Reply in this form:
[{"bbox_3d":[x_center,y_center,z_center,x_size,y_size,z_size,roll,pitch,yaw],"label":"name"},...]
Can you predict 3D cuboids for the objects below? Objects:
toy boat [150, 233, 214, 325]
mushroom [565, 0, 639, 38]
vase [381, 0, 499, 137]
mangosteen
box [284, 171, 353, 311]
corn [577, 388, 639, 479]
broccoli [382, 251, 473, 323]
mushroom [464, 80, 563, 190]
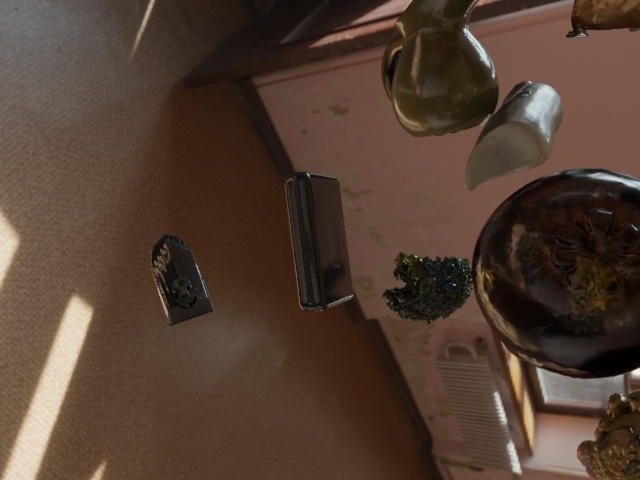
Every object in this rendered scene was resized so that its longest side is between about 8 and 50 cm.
[{"bbox_3d":[-0.175,0.040,0.668,0.060,0.055,0.141,89,-23,-46],"label":"toy boat"},{"bbox_3d":[0.639,-0.558,0.947,0.224,0.313,0.398,-15,115,-36],"label":"mushroom"},{"bbox_3d":[0.249,-0.400,1.284,0.240,0.329,0.303,-19,105,-29],"label":"vase"},{"bbox_3d":[0.241,0.034,0.528,0.217,0.192,0.192,50,43,-73],"label":"mangosteen"},{"bbox_3d":[0.000,0.000,0.947,0.160,0.050,0.231,-6,88,-67],"label":"box"},{"bbox_3d":[0.365,0.258,0.479,0.335,0.126,0.127,39,50,-15],"label":"corn"},{"bbox_3d":[0.200,0.076,1.036,0.167,0.160,0.154,-47,127,7],"label":"broccoli"},{"bbox_3d":[0.434,-0.256,1.189,0.126,0.177,0.397,52,46,-9],"label":"mushroom"}]
